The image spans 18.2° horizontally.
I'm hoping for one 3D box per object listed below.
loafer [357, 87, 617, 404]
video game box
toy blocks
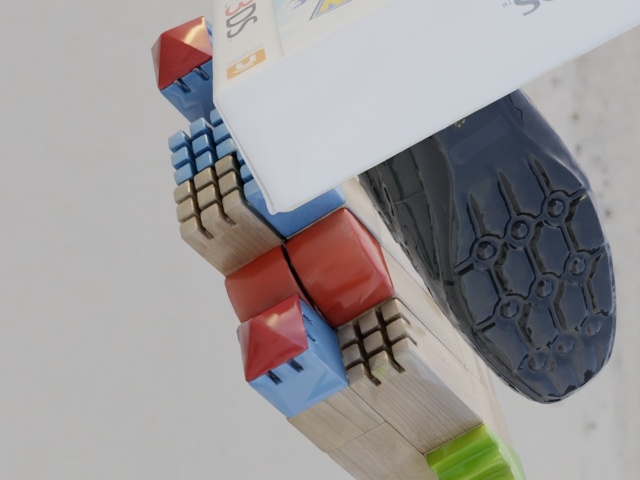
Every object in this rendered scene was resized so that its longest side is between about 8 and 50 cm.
[{"bbox_3d":[0.051,-0.037,0.792,0.223,0.076,0.078,61,-10,-18],"label":"loafer"},{"bbox_3d":[0.061,-0.100,0.623,0.048,0.205,0.187,59,7,-21],"label":"video game box"},{"bbox_3d":[0.000,0.000,1.368,0.261,0.190,0.381,45,22,-42],"label":"toy blocks"}]
